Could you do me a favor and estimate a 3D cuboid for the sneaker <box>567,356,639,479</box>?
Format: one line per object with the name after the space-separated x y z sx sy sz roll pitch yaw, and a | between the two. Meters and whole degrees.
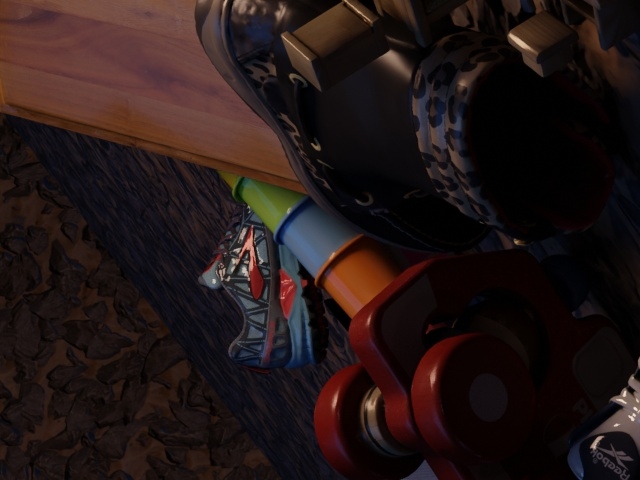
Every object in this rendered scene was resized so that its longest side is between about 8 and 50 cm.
0.243 0.123 1.279 0.094 0.153 0.235 44 163 38 | sneaker

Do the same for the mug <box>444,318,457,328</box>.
0.137 0.118 1.848 0.062 0.078 0.064 36 174 -41 | mug

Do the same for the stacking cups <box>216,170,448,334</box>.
0.000 0.000 1.725 0.316 0.096 0.096 52 167 18 | stacking cups

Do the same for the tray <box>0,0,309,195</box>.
-0.150 -0.183 1.664 0.411 0.076 0.203 16 126 32 | tray

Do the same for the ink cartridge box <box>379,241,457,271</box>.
0.015 -0.089 1.807 0.311 0.065 0.186 55 168 -4 | ink cartridge box

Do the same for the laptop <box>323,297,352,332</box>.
0.112 0.189 1.945 0.234 0.136 0.264 51 155 25 | laptop

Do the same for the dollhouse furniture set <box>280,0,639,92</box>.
0.082 -0.159 1.115 0.161 0.182 0.101 44 162 44 | dollhouse furniture set

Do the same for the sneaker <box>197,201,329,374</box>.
-0.074 0.011 1.866 0.104 0.125 0.262 53 -154 -76 | sneaker

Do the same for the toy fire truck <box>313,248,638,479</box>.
0.160 0.140 1.421 0.169 0.254 0.302 -23 103 53 | toy fire truck

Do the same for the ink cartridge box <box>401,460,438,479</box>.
0.179 0.229 1.723 0.223 0.045 0.224 -10 123 28 | ink cartridge box

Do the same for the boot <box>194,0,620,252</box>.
0.099 -0.070 1.346 0.284 0.138 0.377 26 164 44 | boot
